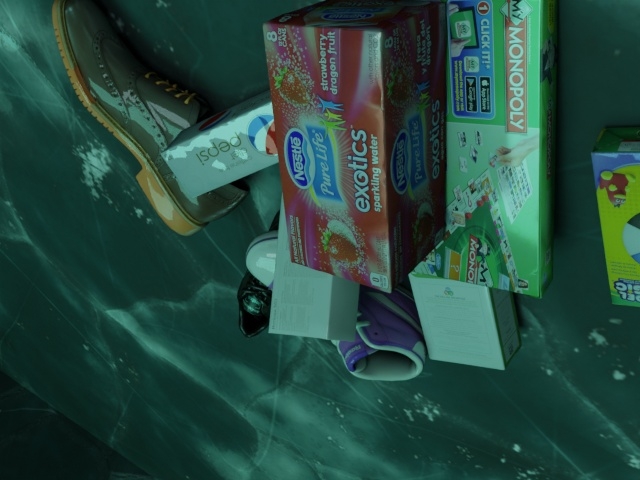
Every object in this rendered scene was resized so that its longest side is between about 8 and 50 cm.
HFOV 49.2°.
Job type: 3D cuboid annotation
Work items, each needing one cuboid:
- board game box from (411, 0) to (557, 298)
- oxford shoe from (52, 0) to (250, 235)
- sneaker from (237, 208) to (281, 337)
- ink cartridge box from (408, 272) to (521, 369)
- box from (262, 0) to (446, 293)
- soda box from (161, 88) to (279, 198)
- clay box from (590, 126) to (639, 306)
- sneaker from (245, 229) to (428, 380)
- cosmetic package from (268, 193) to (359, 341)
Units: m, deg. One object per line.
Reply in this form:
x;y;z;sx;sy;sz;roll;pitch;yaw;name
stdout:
0.133;-0.103;0.728;0.213;0.046;0.317;11;123;32;board game box
-0.227;-0.189;0.971;0.132;0.130;0.364;-26;107;20;oxford shoe
-0.064;0.058;1.062;0.101;0.106;0.267;33;141;12;sneaker
0.175;0.054;0.874;0.109;0.062;0.209;2;119;40;ink cartridge box
0.040;-0.095;0.685;0.128;0.122;0.257;15;125;32;box
-0.083;-0.130;0.859;0.216;0.069;0.074;-19;117;25;soda box
0.347;-0.005;0.683;0.127;0.053;0.222;4;129;37;clay box
0.020;0.089;0.928;0.282;0.161;0.102;24;120;-2;sneaker
0.000;0.000;0.862;0.098;0.239;0.060;0;172;40;cosmetic package
